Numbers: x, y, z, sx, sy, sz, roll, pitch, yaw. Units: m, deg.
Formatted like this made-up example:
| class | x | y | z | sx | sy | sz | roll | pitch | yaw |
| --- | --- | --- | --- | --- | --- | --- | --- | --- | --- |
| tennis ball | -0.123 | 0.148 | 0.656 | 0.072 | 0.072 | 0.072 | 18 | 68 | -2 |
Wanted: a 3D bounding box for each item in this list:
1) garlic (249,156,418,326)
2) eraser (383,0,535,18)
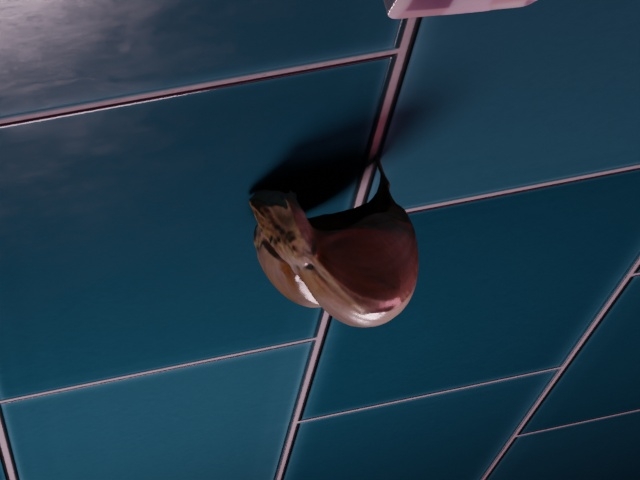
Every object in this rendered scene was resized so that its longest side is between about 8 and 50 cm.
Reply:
| class | x | y | z | sx | sy | sz | roll | pitch | yaw |
| --- | --- | --- | --- | --- | --- | --- | --- | --- | --- |
| garlic | 0.010 | 0.006 | 1.541 | 0.099 | 0.124 | 0.174 | -22 | -167 | -25 |
| eraser | 0.094 | -0.169 | 1.225 | 0.105 | 0.026 | 0.065 | -8 | 158 | -17 |
